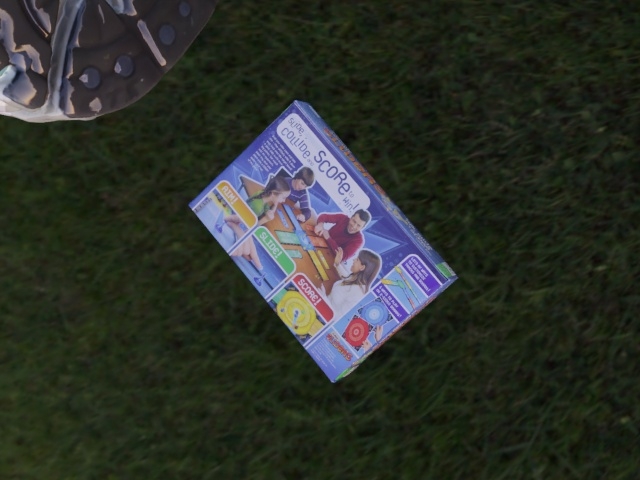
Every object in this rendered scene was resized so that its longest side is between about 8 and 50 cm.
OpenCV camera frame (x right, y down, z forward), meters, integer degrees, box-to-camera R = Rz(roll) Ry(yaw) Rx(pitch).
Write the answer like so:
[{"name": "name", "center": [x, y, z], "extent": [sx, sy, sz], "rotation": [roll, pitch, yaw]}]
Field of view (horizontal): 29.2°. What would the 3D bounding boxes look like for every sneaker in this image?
[{"name": "sneaker", "center": [-0.063, -0.153, 0.450], "extent": [0.122, 0.283, 0.110], "rotation": [4, 132, 45]}]

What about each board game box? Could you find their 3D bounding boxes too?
[{"name": "board game box", "center": [0.000, 0.000, 1.045], "extent": [0.136, 0.035, 0.201], "rotation": [-42, 79, 16]}]
